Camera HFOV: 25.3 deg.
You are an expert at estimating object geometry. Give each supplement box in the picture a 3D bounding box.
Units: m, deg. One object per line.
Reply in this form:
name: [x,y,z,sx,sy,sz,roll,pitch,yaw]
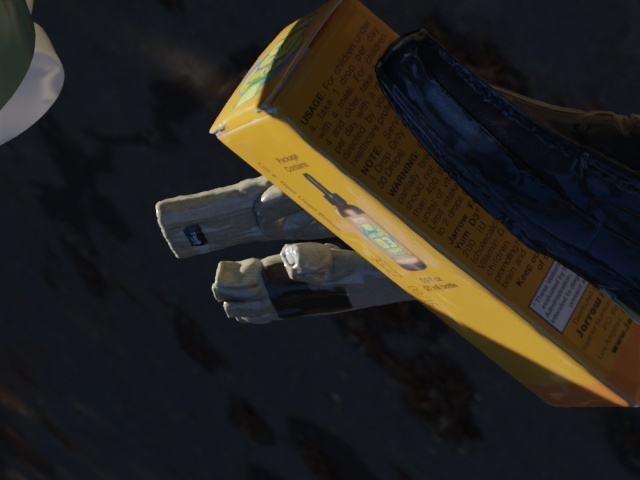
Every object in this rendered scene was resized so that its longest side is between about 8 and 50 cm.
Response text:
supplement box: [0.066,-0.013,0.678,0.233,0.080,0.078,36,161,-18]

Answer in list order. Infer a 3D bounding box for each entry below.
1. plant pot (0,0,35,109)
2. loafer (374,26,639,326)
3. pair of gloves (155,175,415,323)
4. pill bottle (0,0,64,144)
plant pot: [-0.284,-0.157,0.556,0.293,0.293,0.235,22,134,38]
loafer: [0.122,-0.019,0.567,0.223,0.078,0.076,38,-168,4]
pair of gloves: [0.000,0.000,1.093,0.204,0.042,0.240,-11,153,11]
pill bottle: [-0.410,-0.269,1.392,0.363,0.210,0.210,58,162,17]
